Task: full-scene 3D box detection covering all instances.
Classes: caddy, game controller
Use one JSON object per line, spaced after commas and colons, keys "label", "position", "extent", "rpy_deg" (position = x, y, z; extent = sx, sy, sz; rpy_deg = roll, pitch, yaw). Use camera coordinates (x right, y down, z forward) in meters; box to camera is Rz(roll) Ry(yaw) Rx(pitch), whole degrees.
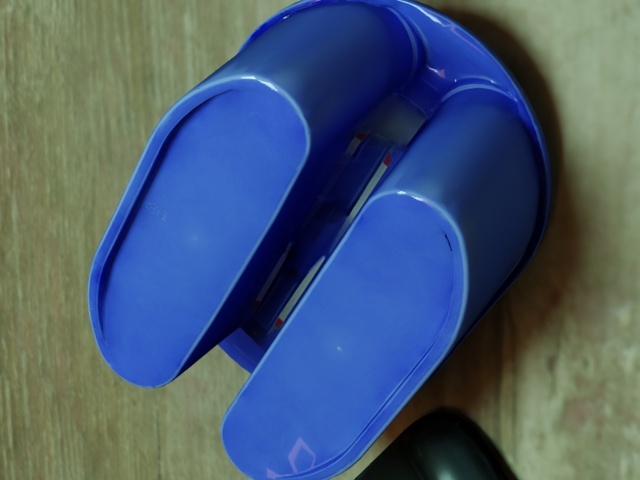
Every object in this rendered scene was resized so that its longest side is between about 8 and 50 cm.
{"label": "caddy", "position": [0.000, 0.000, 0.760], "extent": [0.241, 0.179, 0.341], "rpy_deg": [37, 128, 4]}
{"label": "game controller", "position": [0.051, 0.268, 0.865], "extent": [0.319, 0.067, 0.166], "rpy_deg": [-52, 49, 39]}
